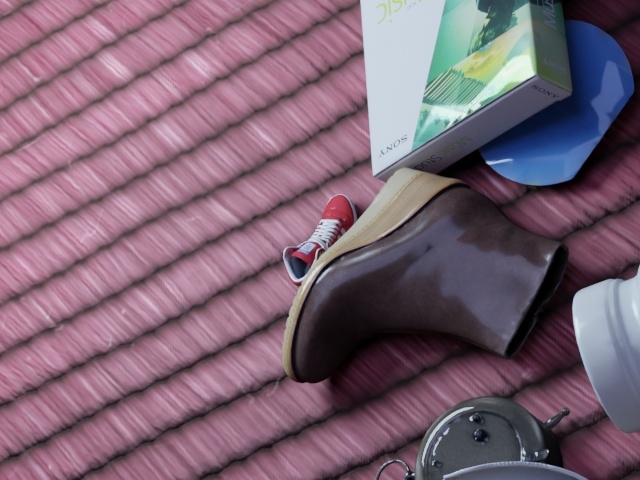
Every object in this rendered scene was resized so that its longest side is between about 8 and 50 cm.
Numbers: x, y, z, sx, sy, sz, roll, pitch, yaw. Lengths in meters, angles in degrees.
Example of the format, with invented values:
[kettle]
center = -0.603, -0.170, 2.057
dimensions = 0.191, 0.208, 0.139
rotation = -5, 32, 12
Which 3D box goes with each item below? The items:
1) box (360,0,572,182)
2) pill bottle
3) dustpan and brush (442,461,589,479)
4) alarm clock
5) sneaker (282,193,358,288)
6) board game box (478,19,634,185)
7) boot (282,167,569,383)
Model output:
[box]
center = 0.134, -0.238, 1.970
dimensions = 0.232, 0.058, 0.322
rotation = -32, 52, 41
[pill bottle]
center = 0.363, 0.057, 1.667
dimensions = 0.278, 0.162, 0.162
rotation = -21, 57, 20
[dustpan and brush]
center = 0.223, 0.238, 1.704
dimensions = 0.211, 0.060, 0.147
rotation = -21, 96, 2
[alarm clock]
center = 0.131, 0.208, 1.798
dimensions = 0.192, 0.064, 0.129
rotation = -11, 62, 30
[sneaker]
center = 0.000, 0.000, 1.974
dimensions = 0.042, 0.067, 0.118
rotation = 0, 67, 31
[board game box]
center = 0.229, -0.128, 1.923
dimensions = 0.133, 0.033, 0.169
rotation = 36, 94, 33
[boot]
center = 0.093, 0.062, 1.873
dimensions = 0.207, 0.090, 0.248
rotation = 32, 88, 36
